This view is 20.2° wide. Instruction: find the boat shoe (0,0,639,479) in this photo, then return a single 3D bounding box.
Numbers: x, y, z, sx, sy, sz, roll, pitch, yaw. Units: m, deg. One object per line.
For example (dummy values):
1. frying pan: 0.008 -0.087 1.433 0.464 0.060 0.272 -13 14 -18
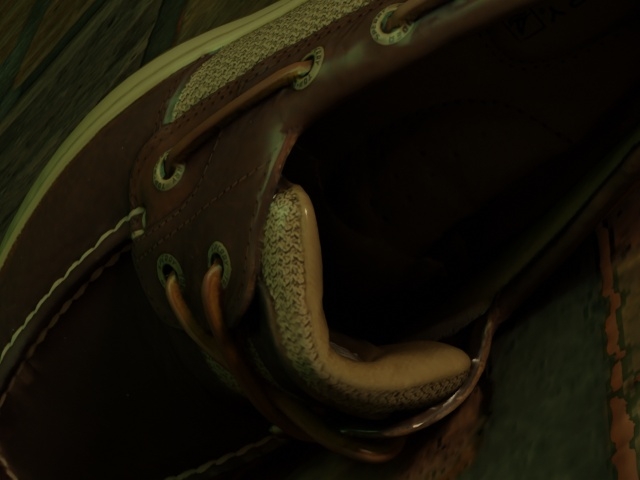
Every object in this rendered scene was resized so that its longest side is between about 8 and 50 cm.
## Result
1. boat shoe: 0.000 0.000 0.535 0.342 0.123 0.123 -36 23 27
